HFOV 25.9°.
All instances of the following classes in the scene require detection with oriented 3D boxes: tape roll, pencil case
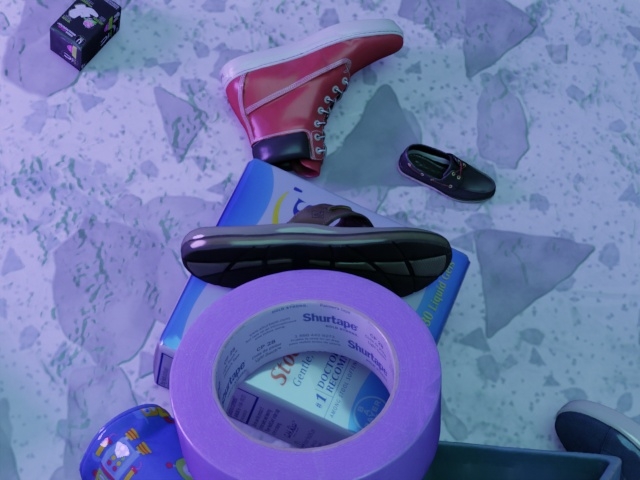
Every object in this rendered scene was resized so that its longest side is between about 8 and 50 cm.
[{"bbox_3d":[-0.013,0.161,1.424,0.275,0.090,0.274,-3,48,3],"label":"tape roll"},{"bbox_3d":[-0.125,0.310,1.505,0.306,0.119,0.133,41,35,27],"label":"pencil case"}]

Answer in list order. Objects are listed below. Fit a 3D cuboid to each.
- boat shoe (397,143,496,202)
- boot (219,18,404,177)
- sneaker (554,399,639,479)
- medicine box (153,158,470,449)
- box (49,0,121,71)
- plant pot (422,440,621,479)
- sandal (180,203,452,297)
[{"bbox_3d":[0.165,-0.086,1.790,0.133,0.042,0.049,20,65,-3],"label":"boat shoe"},{"bbox_3d":[0.013,-0.176,1.778,0.244,0.088,0.176,-20,74,-7],"label":"boot"},{"bbox_3d":[0.368,0.350,1.604,0.148,0.131,0.350,-34,78,-24],"label":"sneaker"},{"bbox_3d":[-0.012,0.092,1.634,0.289,0.149,0.263,25,67,0],"label":"medicine box"},{"bbox_3d":[-0.300,-0.270,1.773,0.052,0.062,0.083,37,67,4],"label":"box"},{"bbox_3d":[0.177,0.377,1.476,0.248,0.247,0.252,1,101,23],"label":"plant pot"},{"bbox_3d":[-0.001,-0.001,1.533,0.303,0.120,0.086,5,54,-7],"label":"sandal"}]
